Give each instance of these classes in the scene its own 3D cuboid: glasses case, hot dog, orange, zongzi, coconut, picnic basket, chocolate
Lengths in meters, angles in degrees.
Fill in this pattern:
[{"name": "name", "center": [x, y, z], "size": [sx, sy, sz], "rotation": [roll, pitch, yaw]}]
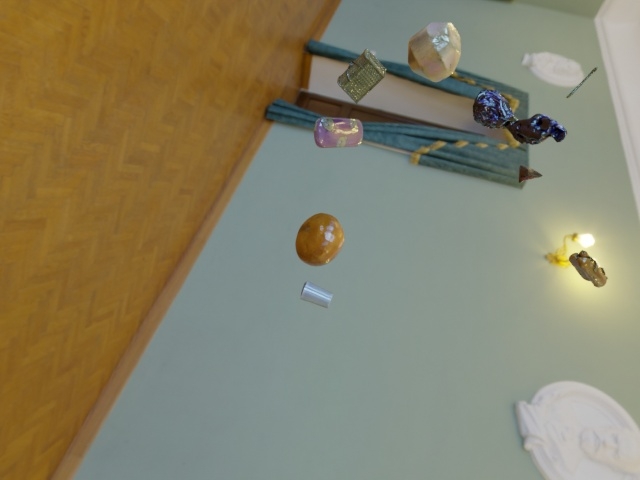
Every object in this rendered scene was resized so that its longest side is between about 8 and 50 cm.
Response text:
[{"name": "glasses case", "center": [0.081, -0.452, 1.870], "size": [0.316, 0.075, 0.124], "rotation": [-16, 111, -50]}, {"name": "hot dog", "center": [1.084, 0.112, 1.801], "size": [0.072, 0.269, 0.109], "rotation": [-50, -141, 6]}, {"name": "orange", "center": [0.000, 0.000, 1.956], "size": [0.171, 0.240, 0.240], "rotation": [33, 68, -43]}, {"name": "zongzi", "center": [0.774, -0.254, 1.664], "size": [0.073, 0.083, 0.067], "rotation": [12, 87, -44]}, {"name": "coconut", "center": [0.470, -0.780, 1.863], "size": [0.197, 0.236, 0.237], "rotation": [-42, 152, -46]}, {"name": "picnic basket", "center": [0.196, -0.804, 2.173], "size": [0.196, 0.154, 0.134], "rotation": [-36, -156, 33]}, {"name": "chocolate", "center": [0.661, -0.395, 1.503], "size": [0.148, 0.343, 0.126], "rotation": [-21, 135, -23]}]

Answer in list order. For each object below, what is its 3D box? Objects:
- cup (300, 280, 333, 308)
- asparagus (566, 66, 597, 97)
[{"name": "cup", "center": [-0.017, 0.210, 1.685], "size": [0.104, 0.116, 0.074], "rotation": [107, 6, -67]}, {"name": "asparagus", "center": [1.067, -0.643, 1.819], "size": [0.166, 0.013, 0.016], "rotation": [-46, 177, 7]}]
